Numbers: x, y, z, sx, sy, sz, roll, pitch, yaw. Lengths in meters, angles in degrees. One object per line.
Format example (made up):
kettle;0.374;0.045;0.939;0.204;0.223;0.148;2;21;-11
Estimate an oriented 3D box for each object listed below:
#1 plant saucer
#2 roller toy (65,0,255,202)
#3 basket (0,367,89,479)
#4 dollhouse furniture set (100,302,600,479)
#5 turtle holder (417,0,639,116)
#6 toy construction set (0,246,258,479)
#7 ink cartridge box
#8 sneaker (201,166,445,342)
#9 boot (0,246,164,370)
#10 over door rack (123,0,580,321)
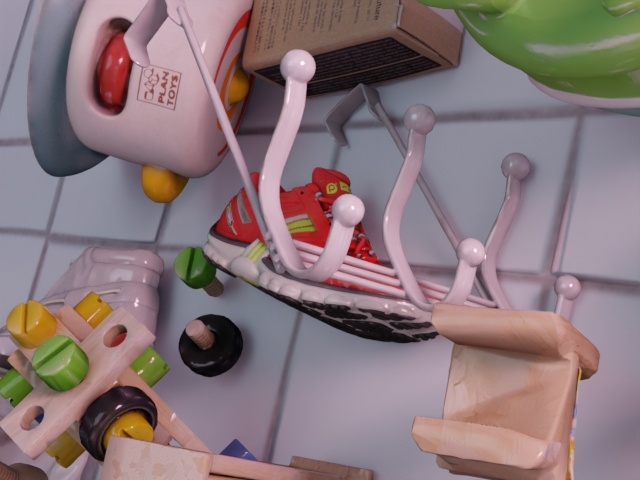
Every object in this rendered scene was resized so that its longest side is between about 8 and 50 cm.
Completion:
plant saucer;-0.215;-0.213;1.076;0.044;0.317;0.317;16;84;5
roller toy;-0.138;-0.159;0.977;0.146;0.191;0.209;17;62;8
basket;-0.463;0.267;1.065;0.266;0.331;0.328;15;86;54
dollhouse furniture set;0.090;0.236;0.610;0.394;0.256;0.361;4;77;26
turtle holder;0.231;-0.190;0.574;0.320;0.227;0.243;-23;57;39
toy construction set;-0.223;0.136;0.846;0.309;0.237;0.257;-26;56;4
ink cartridge box;0.040;-0.258;0.915;0.193;0.088;0.234;-2;72;45
sneaker;0.000;0.000;0.841;0.279;0.107;0.118;22;85;49
boot;-0.261;0.077;1.112;0.258;0.095;0.123;-9;60;37
over door rack;0.024;-0.073;0.738;0.108;0.240;0.324;-55;43;18
